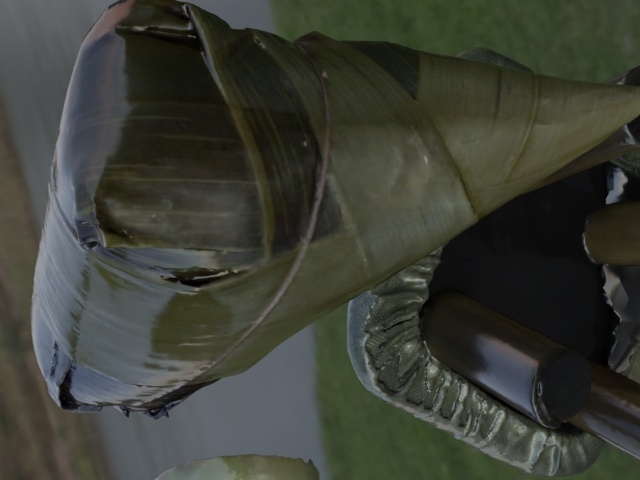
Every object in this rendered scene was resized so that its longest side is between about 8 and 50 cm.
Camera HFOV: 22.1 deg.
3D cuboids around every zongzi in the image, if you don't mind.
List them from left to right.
[{"bbox_3d":[0.000,0.000,0.934,0.289,0.318,0.154,115,152,-60],"label":"zongzi"}]

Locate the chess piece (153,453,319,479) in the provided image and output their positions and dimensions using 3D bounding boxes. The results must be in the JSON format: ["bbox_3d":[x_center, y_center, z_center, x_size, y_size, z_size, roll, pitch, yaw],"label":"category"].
[{"bbox_3d":[-0.095,0.500,2.005,0.234,0.234,0.442,97,169,-63],"label":"chess piece"}]

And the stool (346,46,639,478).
[{"bbox_3d":[0.219,0.028,1.298,0.226,0.310,0.310,4,72,53],"label":"stool"}]
